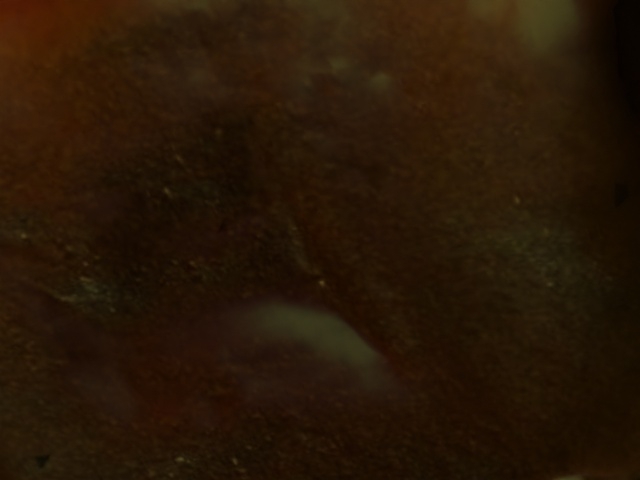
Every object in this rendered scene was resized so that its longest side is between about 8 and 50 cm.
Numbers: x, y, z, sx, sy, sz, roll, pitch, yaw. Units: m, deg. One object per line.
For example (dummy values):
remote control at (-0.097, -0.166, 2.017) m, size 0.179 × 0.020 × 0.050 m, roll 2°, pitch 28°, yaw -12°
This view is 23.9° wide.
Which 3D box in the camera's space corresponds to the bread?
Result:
bread at (0.000, 0.000, 0.590) m, size 0.324 × 0.143 × 0.333 m, roll -15°, pitch 119°, yaw 17°
